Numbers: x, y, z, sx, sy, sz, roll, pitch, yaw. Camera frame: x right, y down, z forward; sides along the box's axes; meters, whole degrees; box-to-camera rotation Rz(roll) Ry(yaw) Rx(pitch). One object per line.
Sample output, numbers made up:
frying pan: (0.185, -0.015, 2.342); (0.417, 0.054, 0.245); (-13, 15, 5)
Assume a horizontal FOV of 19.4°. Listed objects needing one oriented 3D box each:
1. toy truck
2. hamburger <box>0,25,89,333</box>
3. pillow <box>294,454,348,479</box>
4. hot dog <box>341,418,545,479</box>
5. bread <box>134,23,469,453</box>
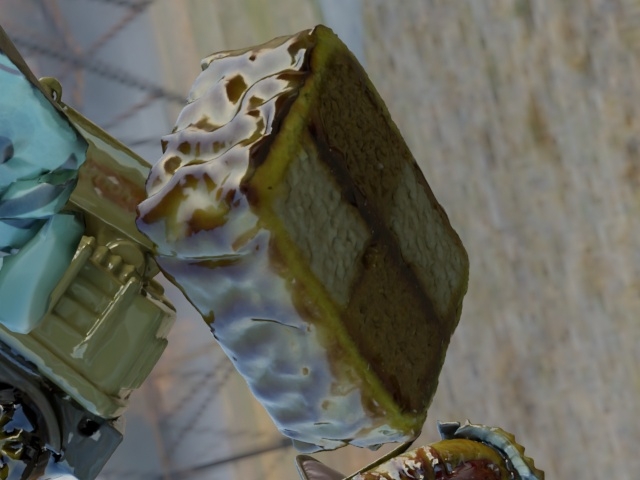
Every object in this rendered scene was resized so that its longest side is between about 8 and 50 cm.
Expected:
toy truck: (-0.269, -0.020, 1.185); (0.405, 0.254, 0.180); (38, 176, -5)
hamburger: (-0.242, -0.044, 0.887); (0.150, 0.276, 0.260); (-90, -22, -59)
pillow: (0.073, 0.260, 1.601); (0.233, 0.038, 0.130); (33, -169, -29)
hot dog: (0.053, 0.244, 1.390); (0.162, 0.270, 0.082); (59, 171, 10)
bread: (0.000, 0.000, 1.077); (0.222, 0.096, 0.181); (58, -141, -30)
